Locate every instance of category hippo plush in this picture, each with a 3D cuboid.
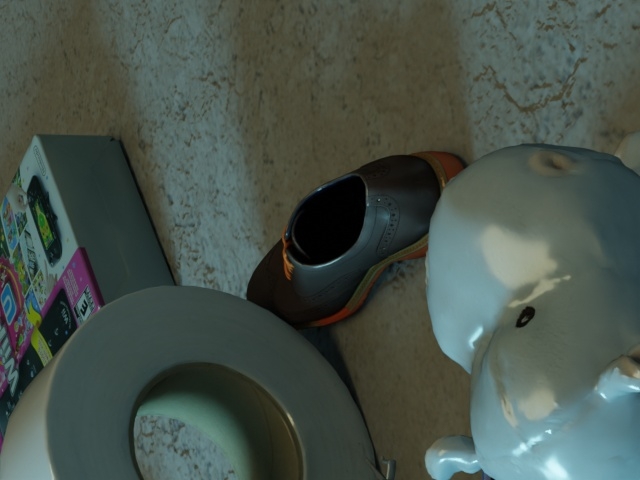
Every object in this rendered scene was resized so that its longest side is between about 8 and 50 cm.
[{"bbox_3d":[0.147,0.070,0.816,0.234,0.237,0.294,-40,58,48],"label":"hippo plush"}]

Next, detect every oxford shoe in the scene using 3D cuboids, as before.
[{"bbox_3d":[0.000,0.000,1.291,0.271,0.098,0.096,-39,59,49],"label":"oxford shoe"}]

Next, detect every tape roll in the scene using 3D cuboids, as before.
[{"bbox_3d":[-0.100,0.181,1.277,0.100,0.286,0.286,-44,55,46],"label":"tape roll"}]

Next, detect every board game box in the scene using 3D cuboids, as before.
[{"bbox_3d":[-0.270,0.072,1.695,0.303,0.098,0.224,-56,47,41],"label":"board game box"}]

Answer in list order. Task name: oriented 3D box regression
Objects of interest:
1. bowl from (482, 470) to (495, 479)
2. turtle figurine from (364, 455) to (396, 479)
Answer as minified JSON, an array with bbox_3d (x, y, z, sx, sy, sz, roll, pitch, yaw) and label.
[{"bbox_3d":[0.235,0.156,0.968,0.391,0.077,0.391,0,90,56],"label":"bowl"},{"bbox_3d":[0.071,0.260,1.109,0.118,0.175,0.234,-42,30,9],"label":"turtle figurine"}]
